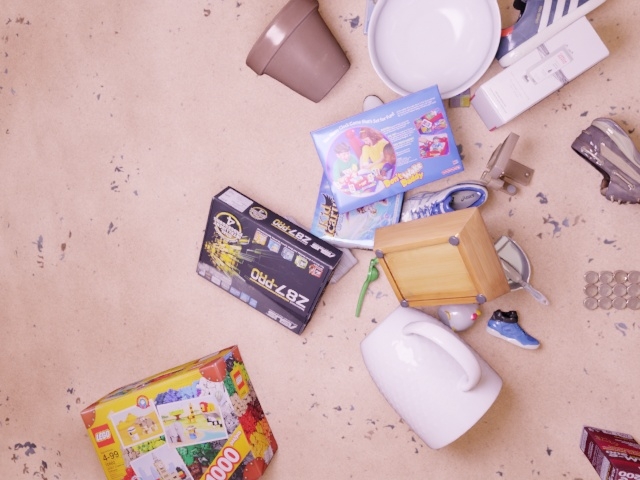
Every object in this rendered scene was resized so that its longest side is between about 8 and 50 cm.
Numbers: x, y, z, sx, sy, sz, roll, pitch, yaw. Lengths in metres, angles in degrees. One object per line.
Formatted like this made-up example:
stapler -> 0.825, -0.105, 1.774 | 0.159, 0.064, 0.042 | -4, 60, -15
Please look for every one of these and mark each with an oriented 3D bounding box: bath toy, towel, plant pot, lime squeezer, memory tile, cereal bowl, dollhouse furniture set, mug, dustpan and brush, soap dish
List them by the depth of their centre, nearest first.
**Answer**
soap dish -> 0.285, 0.056, 1.166 | 0.291, 0.118, 0.229 | -12, 112, 43
dollhouse furniture set -> 0.518, -0.191, 1.254 | 0.123, 0.151, 0.144 | 28, 73, 7
mug -> 0.290, 0.331, 1.267 | 0.276, 0.374, 0.328 | -39, 78, -24
cereal bowl -> 0.302, -0.553, 1.278 | 0.339, 0.141, 0.339 | 4, 112, 11
bath toy -> 0.375, 0.099, 1.308 | 0.129, 0.151, 0.348 | -25, 115, -10
memory tile -> 0.815, 0.138, 1.318 | 0.148, 0.012, 0.113 | -1, 94, 12
plant pot -> -0.045, -0.521, 1.336 | 0.229, 0.263, 0.263 | 41, 101, -14
dustpan and brush -> 0.558, 0.105, 1.341 | 0.211, 0.060, 0.147 | 42, 101, 5
towel -> 0.400, -0.422, 1.355 | 0.060, 0.009, 0.083 | 2, 95, 12
lime squeezer -> 0.187, 0.095, 1.428 | 0.310, 0.059, 0.110 | -43, 116, 10

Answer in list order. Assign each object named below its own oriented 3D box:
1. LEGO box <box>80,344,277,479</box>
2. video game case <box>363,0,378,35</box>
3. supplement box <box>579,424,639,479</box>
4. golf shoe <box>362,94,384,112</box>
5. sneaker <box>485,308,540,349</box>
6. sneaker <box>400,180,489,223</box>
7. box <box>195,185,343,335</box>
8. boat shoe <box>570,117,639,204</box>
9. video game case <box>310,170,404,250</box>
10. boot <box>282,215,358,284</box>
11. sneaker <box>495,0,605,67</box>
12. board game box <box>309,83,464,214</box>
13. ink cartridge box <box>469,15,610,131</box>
LEGO box -> -0.444, 0.607, 1.514 | 0.500, 0.193, 0.372 | -23, 90, 12
video game case -> 0.230, -0.699, 1.358 | 0.193, 0.023, 0.212 | 7, 96, 11
supplement box -> 0.794, 0.584, 1.243 | 0.130, 0.239, 0.073 | 9, 96, 10
golf shoe -> 0.169, -0.333, 1.367 | 0.077, 0.094, 0.198 | -16, 90, 13
sneaker -> 0.562, 0.249, 1.354 | 0.152, 0.058, 0.085 | 21, 107, 15
sneaker -> 0.327, -0.097, 1.336 | 0.296, 0.131, 0.112 | -24, 92, 14
box -> -0.164, 0.065, 1.399 | 0.395, 0.097, 0.318 | 30, 131, 7
boat shoe -> 0.806, -0.157, 1.250 | 0.130, 0.132, 0.355 | -38, 78, 21
video game case -> 0.113, -0.110, 1.362 | 0.244, 0.061, 0.269 | 8, 77, 15
boot -> 0.000, 0.000, 1.439 | 0.123, 0.095, 0.258 | -40, 91, 1
sneaker -> 0.603, -0.615, 1.236 | 0.350, 0.131, 0.148 | -33, 92, 12
board game box -> 0.175, -0.238, 1.259 | 0.347, 0.078, 0.233 | -19, 98, 7
ink cartridge box -> 0.553, -0.418, 1.225 | 0.283, 0.207, 0.117 | -33, 90, 11
